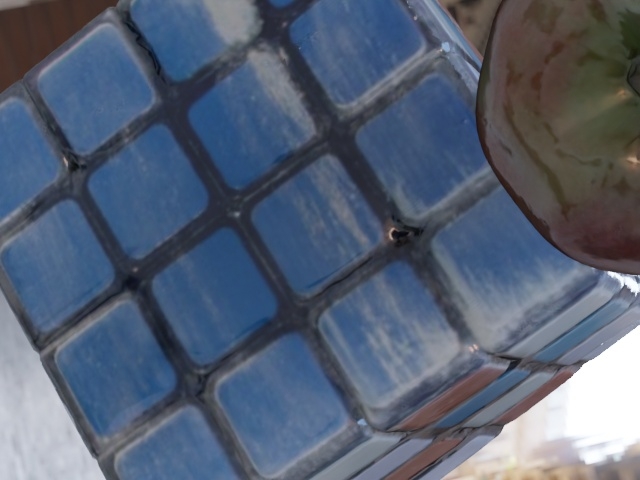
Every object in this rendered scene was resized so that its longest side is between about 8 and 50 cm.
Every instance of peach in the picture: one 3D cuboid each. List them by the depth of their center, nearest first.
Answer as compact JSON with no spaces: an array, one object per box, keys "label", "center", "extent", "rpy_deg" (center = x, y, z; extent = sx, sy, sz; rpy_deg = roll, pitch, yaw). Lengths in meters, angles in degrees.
[{"label":"peach","center":[0.138,-0.052,0.461],"extent":[0.152,0.152,0.152],"rpy_deg":[168,-90,-81]}]

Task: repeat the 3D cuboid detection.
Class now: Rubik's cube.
[{"label":"Rubik's cube","center":[0.001,-0.001,0.777],"extent":[0.259,0.256,0.253],"rpy_deg":[57,12,18]}]
